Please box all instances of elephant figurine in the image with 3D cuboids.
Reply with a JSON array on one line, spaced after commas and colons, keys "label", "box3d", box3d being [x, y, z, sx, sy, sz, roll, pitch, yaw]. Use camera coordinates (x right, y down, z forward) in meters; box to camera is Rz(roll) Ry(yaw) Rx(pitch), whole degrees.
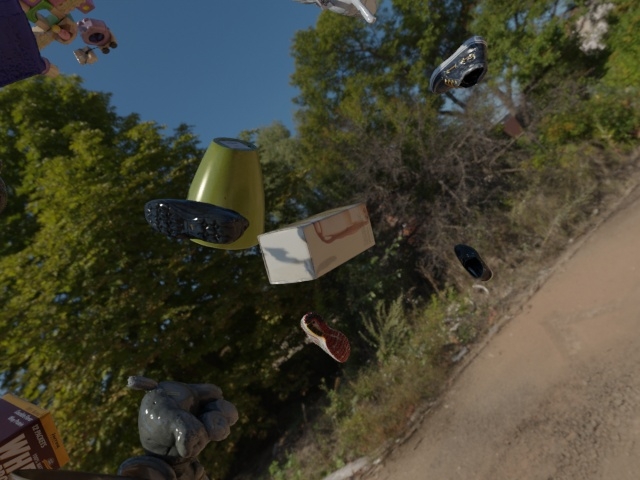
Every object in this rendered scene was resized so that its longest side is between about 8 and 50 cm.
[{"label": "elephant figurine", "box3d": [-0.263, 0.380, 0.743, 0.170, 0.186, 0.239, 11, -69, -51]}]

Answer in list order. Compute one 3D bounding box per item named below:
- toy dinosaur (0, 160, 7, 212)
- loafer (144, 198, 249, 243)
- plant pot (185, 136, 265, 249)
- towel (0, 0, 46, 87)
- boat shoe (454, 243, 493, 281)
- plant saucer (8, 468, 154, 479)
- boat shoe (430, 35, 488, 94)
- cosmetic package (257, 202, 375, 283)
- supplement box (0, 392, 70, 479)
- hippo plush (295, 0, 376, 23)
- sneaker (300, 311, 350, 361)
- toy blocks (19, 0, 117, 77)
[{"label": "toy dinosaur", "box3d": [-0.989, -0.156, 1.230, 0.121, 0.313, 0.160, -38, -13, 24]}, {"label": "loafer", "box3d": [-0.245, -0.040, 0.826, 0.078, 0.224, 0.076, -35, -48, -60]}, {"label": "plant pot", "box3d": [-0.292, -0.164, 1.332, 0.275, 0.275, 0.293, -32, -39, -57]}, {"label": "towel", "box3d": [-0.839, -0.537, 1.024, 0.227, 0.076, 0.308, -47, -30, -39]}, {"label": "boat shoe", "box3d": [0.382, 0.051, 1.071, 0.042, 0.133, 0.048, 18, -62, -35]}, {"label": "plant saucer", "box3d": [-0.260, 0.343, 0.556, 0.278, 0.278, 0.041, 128, 155, -59]}, {"label": "boat shoe", "box3d": [0.314, -0.377, 0.976, 0.065, 0.083, 0.183, 7, -18, -16]}, {"label": "cosmetic package", "box3d": [0.000, 0.000, 1.089, 0.153, 0.129, 0.296, -9, 10, 35]}, {"label": "supplement box", "box3d": [-0.666, 0.436, 0.849, 0.192, 0.128, 0.194, 1, 20, 33]}, {"label": "hippo plush", "box3d": [0.040, -0.632, 0.916, 0.294, 0.235, 0.236, -78, 3, -61]}, {"label": "sneaker", "box3d": [0.019, 0.352, 1.539, 0.088, 0.225, 0.093, -43, 2, -29]}, {"label": "toy blocks", "box3d": [-0.817, -0.658, 1.184, 0.289, 0.308, 0.260, -30, -6, 9]}]
